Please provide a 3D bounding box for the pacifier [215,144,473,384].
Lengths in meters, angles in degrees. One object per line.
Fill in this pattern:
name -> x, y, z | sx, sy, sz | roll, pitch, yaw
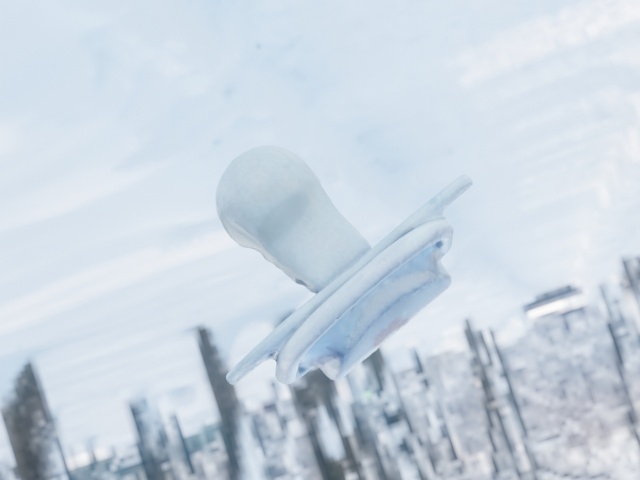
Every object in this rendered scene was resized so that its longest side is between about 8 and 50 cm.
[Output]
pacifier -> 0.000, 0.000, 1.376 | 0.279, 0.207, 0.227 | -40, 174, -10
